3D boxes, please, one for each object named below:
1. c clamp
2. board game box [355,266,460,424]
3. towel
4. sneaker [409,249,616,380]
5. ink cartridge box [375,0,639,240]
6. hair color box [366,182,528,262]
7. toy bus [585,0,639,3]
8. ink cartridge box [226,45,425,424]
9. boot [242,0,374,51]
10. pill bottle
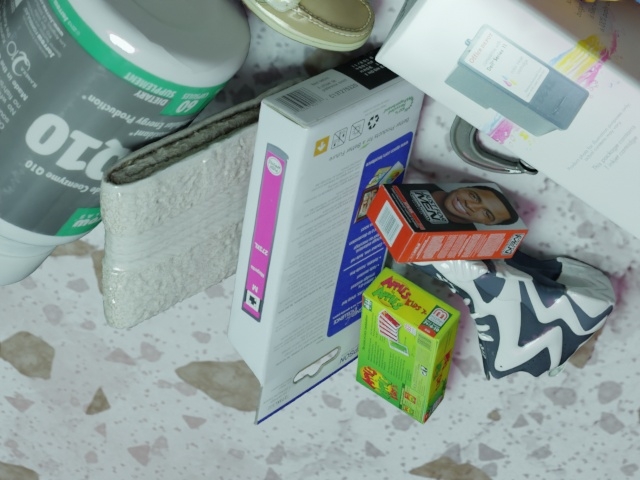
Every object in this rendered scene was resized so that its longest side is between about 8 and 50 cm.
[{"bbox_3d":[0.202,-0.119,1.327,0.137,0.022,0.160,25,127,-7],"label":"c clamp"},{"bbox_3d":[0.089,0.113,1.457,0.092,0.043,0.181,32,151,19],"label":"board game box"},{"bbox_3d":[-0.088,-0.038,1.311,0.049,0.282,0.187,37,140,31],"label":"towel"},{"bbox_3d":[0.167,0.074,1.431,0.235,0.094,0.153,15,120,-12],"label":"sneaker"},{"bbox_3d":[0.179,-0.176,1.164,0.353,0.207,0.119,34,126,-6],"label":"ink cartridge box"},{"bbox_3d":[0.123,-0.018,1.346,0.141,0.072,0.043,-2,135,-34],"label":"hair color box"},{"bbox_3d":[0.242,-0.255,1.071,0.149,0.211,0.220,9,134,49],"label":"toy bus"},{"bbox_3d":[0.000,0.000,1.363,0.069,0.176,0.370,33,132,29],"label":"ink cartridge box"},{"bbox_3d":[-0.018,-0.267,1.207,0.213,0.077,0.165,34,144,-8],"label":"boot"},{"bbox_3d":[-0.246,-0.124,1.309,0.204,0.204,0.361,37,126,-15],"label":"pill bottle"}]
